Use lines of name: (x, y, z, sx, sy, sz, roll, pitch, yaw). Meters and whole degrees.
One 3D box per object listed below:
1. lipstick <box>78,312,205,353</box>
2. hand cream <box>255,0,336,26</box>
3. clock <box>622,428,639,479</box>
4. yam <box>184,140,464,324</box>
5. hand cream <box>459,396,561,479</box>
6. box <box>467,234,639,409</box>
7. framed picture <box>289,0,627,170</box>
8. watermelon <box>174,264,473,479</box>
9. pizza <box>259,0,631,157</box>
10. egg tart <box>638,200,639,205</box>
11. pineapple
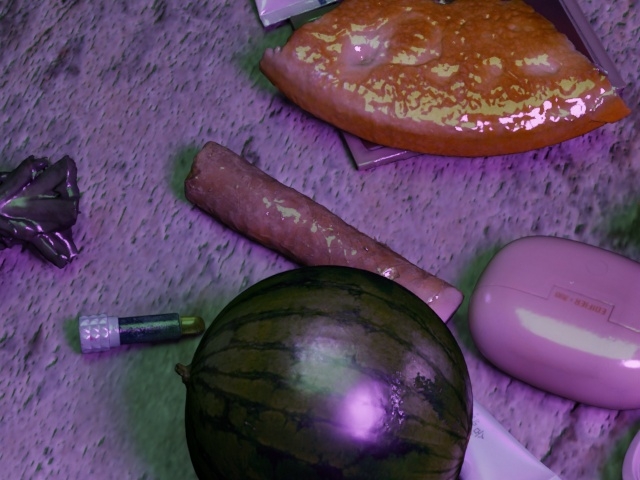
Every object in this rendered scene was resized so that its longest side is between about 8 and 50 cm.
lipstick: (-0.163, 0.081, 1.704, 0.116, 0.037, 0.037, -5, 54, -6)
hand cream: (-0.044, -0.345, 1.990, 0.133, 0.083, 0.248, -20, 67, -11)
clock: (0.349, 0.174, 1.524, 0.197, 0.197, 0.068, -43, 107, -25)
yam: (0.000, 0.000, 1.738, 0.300, 0.066, 0.066, 30, 61, 22)
hand cream: (0.120, 0.160, 1.629, 0.078, 0.050, 0.205, -30, 63, -22)
box: (0.233, 0.072, 1.660, 0.200, 0.088, 0.146, 19, 58, 16)
framed picture: (0.138, -0.188, 1.897, 0.290, 0.020, 0.211, -16, 56, -10)
watermelon: (0.005, 0.140, 1.532, 0.242, 0.242, 0.242, -1, 54, 1)
pizza: (0.121, -0.166, 1.825, 0.365, 0.074, 0.182, 3, 57, 4)
egg tart: (0.433, 0.021, 1.627, 0.315, 0.120, 0.315, 5, 14, -1)
pineapple: (-0.375, -0.018, 1.714, 0.310, 0.141, 0.170, -10, 91, -9)
